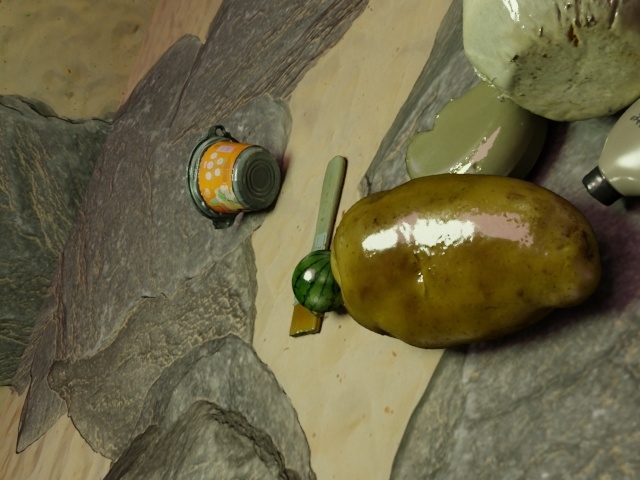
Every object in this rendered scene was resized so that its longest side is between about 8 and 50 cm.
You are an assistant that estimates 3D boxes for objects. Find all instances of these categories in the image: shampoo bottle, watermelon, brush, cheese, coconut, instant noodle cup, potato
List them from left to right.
[{"bbox_3d":[-0.160,-0.124,1.427,0.125,0.208,0.177,5,27,40],"label":"instant noodle cup"},{"bbox_3d":[0.000,0.000,1.229,0.085,0.020,0.337,-19,52,48],"label":"brush"},{"bbox_3d":[0.001,0.065,1.108,0.109,0.109,0.109,-34,42,38],"label":"watermelon"},{"bbox_3d":[0.152,0.024,0.865,0.369,0.176,0.196,-10,54,46],"label":"potato"},{"bbox_3d":[0.214,-0.129,0.955,0.202,0.091,0.175,-42,37,28],"label":"cheese"},{"bbox_3d":[0.282,-0.280,0.815,0.245,0.245,0.247,-24,50,45],"label":"coconut"},{"bbox_3d":[0.379,-0.125,0.726,0.257,0.078,0.127,-45,37,29],"label":"shampoo bottle"}]
